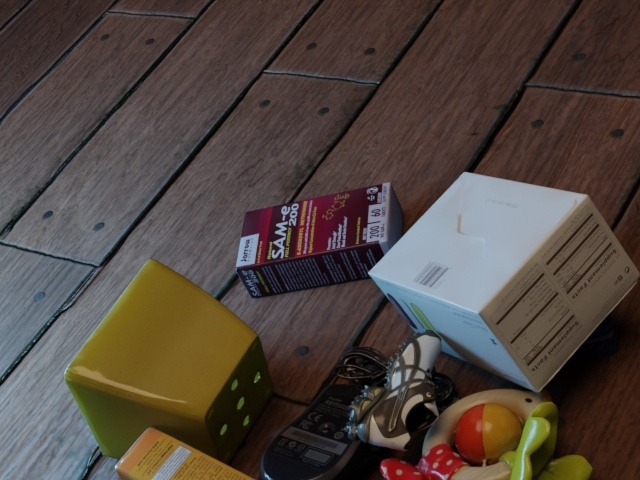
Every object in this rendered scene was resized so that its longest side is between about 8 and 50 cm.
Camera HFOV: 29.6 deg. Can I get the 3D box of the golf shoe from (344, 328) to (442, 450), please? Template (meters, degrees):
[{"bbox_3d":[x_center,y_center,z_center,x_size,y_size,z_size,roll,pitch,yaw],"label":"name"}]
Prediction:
[{"bbox_3d":[0.114,0.190,1.489,0.094,0.077,0.198,23,46,23],"label":"golf shoe"}]

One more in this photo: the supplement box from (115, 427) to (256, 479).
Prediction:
[{"bbox_3d":[-0.140,0.321,1.503,0.233,0.078,0.080,18,52,30],"label":"supplement box"}]

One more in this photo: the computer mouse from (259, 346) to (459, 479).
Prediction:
[{"bbox_3d":[0.037,0.252,1.550,0.188,0.072,0.272,16,43,41],"label":"computer mouse"}]

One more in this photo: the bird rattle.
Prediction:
[{"bbox_3d":[0.194,0.264,1.447,0.254,0.143,0.207,-19,27,27],"label":"bird rattle"}]

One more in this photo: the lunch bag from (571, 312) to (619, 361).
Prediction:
[{"bbox_3d":[0.340,0.104,1.550,0.067,0.065,0.098,-16,41,11],"label":"lunch bag"}]

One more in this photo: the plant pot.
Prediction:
[{"bbox_3d":[-0.184,0.188,1.633,0.187,0.212,0.212,18,55,22],"label":"plant pot"}]

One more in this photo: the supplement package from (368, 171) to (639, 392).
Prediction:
[{"bbox_3d":[0.228,0.044,1.541,0.204,0.145,0.262,-46,25,-13],"label":"supplement package"}]

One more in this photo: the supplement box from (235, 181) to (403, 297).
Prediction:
[{"bbox_3d":[0.000,0.000,1.827,0.240,0.073,0.130,-12,43,17],"label":"supplement box"}]
